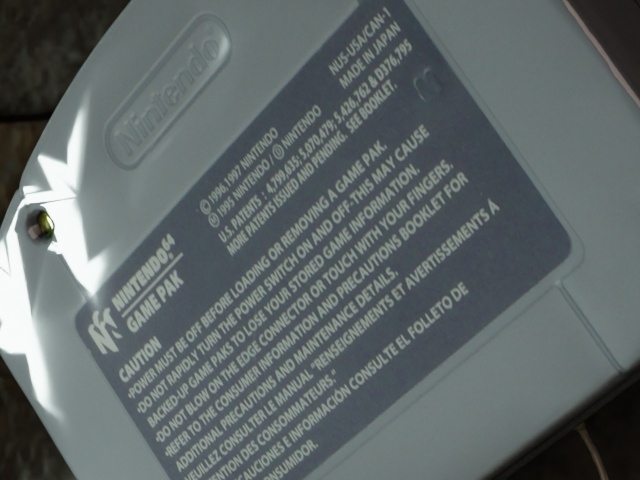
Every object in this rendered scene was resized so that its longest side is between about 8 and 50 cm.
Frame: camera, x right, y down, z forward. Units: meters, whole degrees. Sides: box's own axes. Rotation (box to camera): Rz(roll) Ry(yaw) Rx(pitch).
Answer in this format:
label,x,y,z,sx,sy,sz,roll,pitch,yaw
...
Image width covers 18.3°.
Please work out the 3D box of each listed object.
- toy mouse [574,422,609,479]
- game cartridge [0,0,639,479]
label,x,y,z,sx,sy,sz,roll,pitch,yaw
toy mouse,0.126,0.115,0.652,0.161,0.031,0.143,-42,75,18
game cartridge,0.000,0.000,0.643,0.196,0.060,0.294,54,132,8
